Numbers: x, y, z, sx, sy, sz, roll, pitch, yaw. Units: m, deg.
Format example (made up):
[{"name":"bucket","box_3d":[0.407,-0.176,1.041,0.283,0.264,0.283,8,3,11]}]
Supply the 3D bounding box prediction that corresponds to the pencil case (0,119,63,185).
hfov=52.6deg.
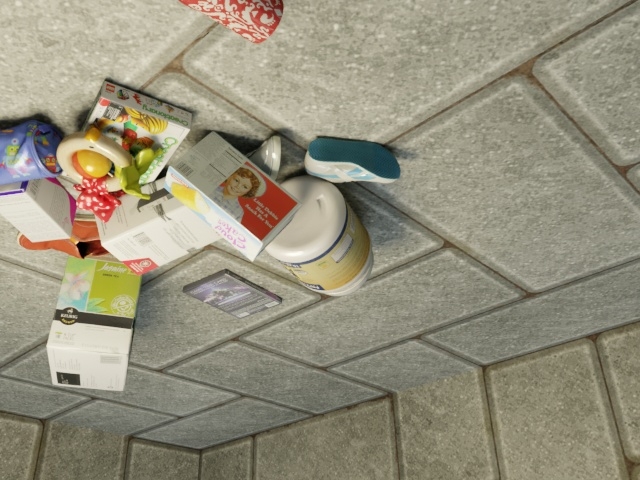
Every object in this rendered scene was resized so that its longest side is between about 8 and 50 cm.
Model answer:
[{"name":"pencil case","box_3d":[-0.721,-0.187,1.424,0.306,0.119,0.133,-6,110,9]}]

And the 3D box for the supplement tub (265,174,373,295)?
[{"name":"supplement tub","box_3d":[0.000,0.000,1.649,0.228,0.228,0.316,-13,151,18]}]

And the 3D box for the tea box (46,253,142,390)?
[{"name":"tea box","box_3d":[-0.663,0.237,1.929,0.220,0.323,0.329,8,148,-15]}]

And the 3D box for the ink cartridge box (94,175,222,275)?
[{"name":"ink cartridge box","box_3d":[-0.378,-0.047,1.588,0.273,0.114,0.197,-23,152,1]}]

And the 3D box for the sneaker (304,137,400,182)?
[{"name":"sneaker","box_3d":[0.075,-0.178,1.519,0.229,0.087,0.092,11,154,-8]}]

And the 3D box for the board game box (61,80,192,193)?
[{"name":"board game box","box_3d":[-0.440,-0.214,1.451,0.193,0.053,0.305,17,145,-29]}]

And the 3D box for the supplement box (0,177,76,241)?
[{"name":"supplement box","box_3d":[-0.700,-0.099,1.574,0.114,0.111,0.220,-7,148,9]}]

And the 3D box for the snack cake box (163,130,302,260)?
[{"name":"snack cake box","box_3d":[-0.195,-0.101,1.440,0.264,0.152,0.089,40,144,3]}]

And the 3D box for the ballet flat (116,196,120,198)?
[{"name":"ballet flat","box_3d":[-0.531,-0.089,1.650,0.079,0.077,0.221,5,149,25]}]

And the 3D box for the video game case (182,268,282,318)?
[{"name":"video game case","box_3d":[-0.289,0.182,2.147,0.196,0.026,0.274,-22,142,30]}]

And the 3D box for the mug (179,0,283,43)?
[{"name":"mug","box_3d":[-0.161,-0.423,1.099,0.169,0.150,0.113,23,105,-41]}]

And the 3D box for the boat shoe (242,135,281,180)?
[{"name":"boat shoe","box_3d":[-0.150,-0.167,1.519,0.081,0.079,0.227,4,152,-18]}]

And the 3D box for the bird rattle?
[{"name":"bird rattle","box_3d":[-0.475,-0.160,1.416,0.253,0.143,0.207,-9,139,37]}]

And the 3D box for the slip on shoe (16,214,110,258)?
[{"name":"slip on shoe","box_3d":[-0.662,-0.002,1.749,0.331,0.101,0.123,-2,151,3]}]
